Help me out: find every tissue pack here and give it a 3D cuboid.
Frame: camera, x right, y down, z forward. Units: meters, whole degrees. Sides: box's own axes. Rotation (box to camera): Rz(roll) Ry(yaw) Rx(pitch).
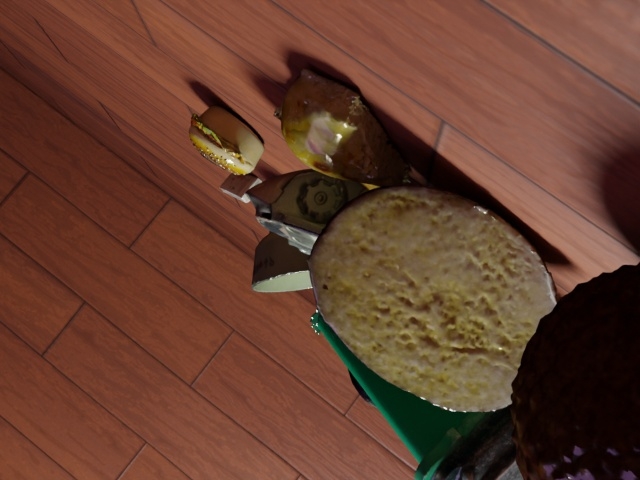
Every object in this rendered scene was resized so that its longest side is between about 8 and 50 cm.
[{"bbox_3d":[-0.161,-0.111,1.889,0.023,0.056,0.108,46,170,-33],"label":"tissue pack"}]

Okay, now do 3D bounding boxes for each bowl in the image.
[{"bbox_3d":[-0.031,0.023,1.725,0.211,0.211,0.112,90,173,-77],"label":"bowl"}]

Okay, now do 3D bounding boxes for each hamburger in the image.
[{"bbox_3d":[-0.157,-0.160,1.514,0.126,0.081,0.141,36,173,12],"label":"hamburger"}]

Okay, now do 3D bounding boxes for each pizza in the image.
[{"bbox_3d":[-0.006,-0.124,1.081,0.204,0.081,0.188,34,171,32],"label":"pizza"}]

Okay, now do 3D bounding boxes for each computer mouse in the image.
[{"bbox_3d":[0.086,-0.012,1.212,0.389,0.115,0.199,20,174,9],"label":"computer mouse"}]

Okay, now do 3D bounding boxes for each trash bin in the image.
[{"bbox_3d":[0.197,0.182,1.323,0.381,0.295,0.259,45,178,40],"label":"trash bin"}]

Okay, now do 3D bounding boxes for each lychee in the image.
[{"bbox_3d":[0.283,0.150,0.785,0.260,0.261,0.260,37,172,6],"label":"lychee"}]

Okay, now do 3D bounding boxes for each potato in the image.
[{"bbox_3d":[0.138,0.048,1.065,0.299,0.239,0.116,35,-153,-4],"label":"potato"}]

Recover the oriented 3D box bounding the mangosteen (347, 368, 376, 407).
[{"bbox_3d":[0.164,0.219,1.737,0.243,0.243,0.243,37,172,6],"label":"mangosteen"}]
